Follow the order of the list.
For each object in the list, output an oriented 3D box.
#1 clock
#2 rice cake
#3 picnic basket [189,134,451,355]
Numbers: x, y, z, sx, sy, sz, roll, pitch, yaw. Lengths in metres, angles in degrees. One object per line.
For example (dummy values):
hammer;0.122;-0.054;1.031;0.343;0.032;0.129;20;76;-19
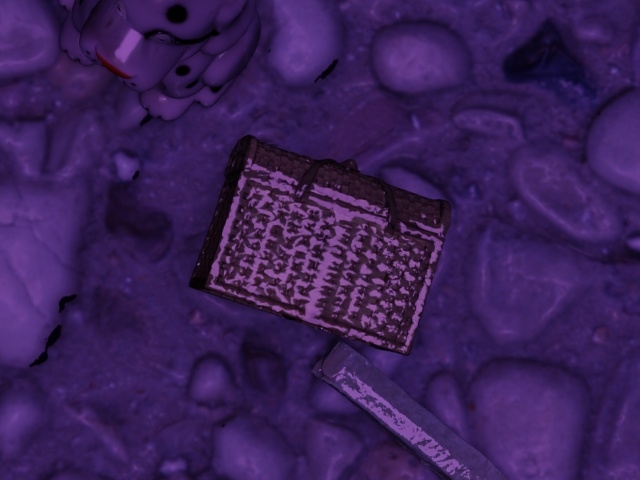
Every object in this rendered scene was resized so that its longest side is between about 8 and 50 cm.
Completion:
clock;-0.130;-0.208;1.496;0.189;0.254;0.188;0;91;-8
rice cake;0.096;0.183;1.609;0.245;0.042;0.045;40;78;-4
picnic basket;0.000;0.000;1.561;0.196;0.134;0.154;19;86;-8
